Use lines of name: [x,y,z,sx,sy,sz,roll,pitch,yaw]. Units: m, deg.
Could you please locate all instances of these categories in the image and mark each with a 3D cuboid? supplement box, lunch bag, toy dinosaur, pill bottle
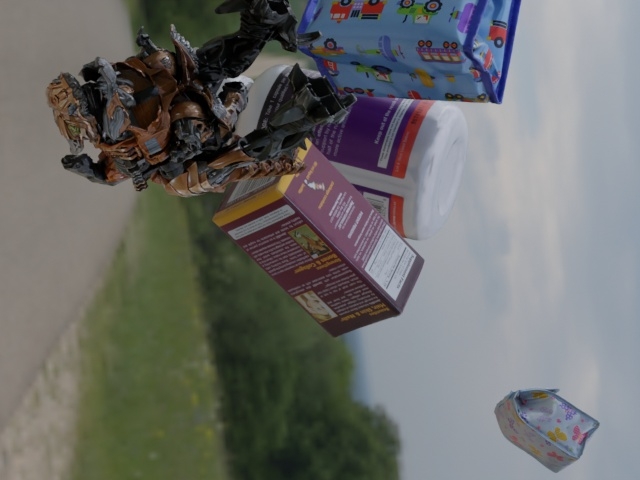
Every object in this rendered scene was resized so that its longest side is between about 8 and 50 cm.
supplement box: [0.000,0.000,1.727,0.188,0.104,0.081,45,48,-21]
lunch bag: [0.202,0.165,1.562,0.053,0.083,0.071,-57,177,-21]
toy dinosaur: [-0.101,-0.112,1.469,0.164,0.218,0.322,56,17,3]
lunch bag: [0.123,-0.322,2.028,0.138,0.221,0.293,50,50,-58]
pill bottle: [0.014,-0.120,2.201,0.181,0.323,0.181,15,90,-74]
